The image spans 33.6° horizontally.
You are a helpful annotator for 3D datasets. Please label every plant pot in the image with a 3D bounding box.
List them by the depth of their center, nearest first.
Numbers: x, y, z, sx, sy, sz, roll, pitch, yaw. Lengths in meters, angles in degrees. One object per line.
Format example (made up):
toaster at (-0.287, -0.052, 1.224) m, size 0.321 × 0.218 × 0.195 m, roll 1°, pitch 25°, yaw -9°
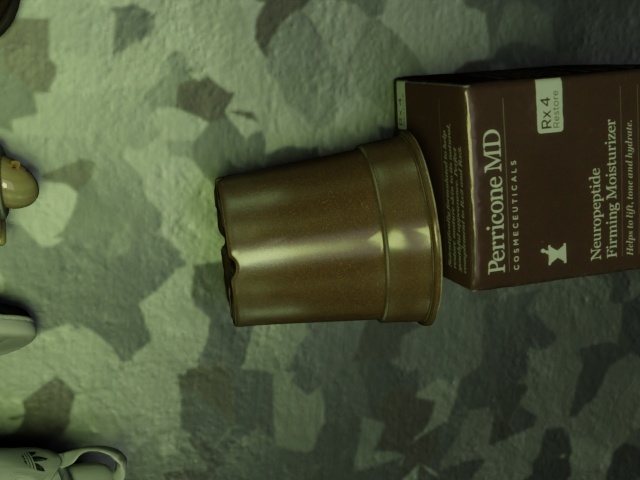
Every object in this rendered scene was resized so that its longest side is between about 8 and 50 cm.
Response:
plant pot at (0.000, 0.000, 0.885) m, size 0.165 × 0.167 × 0.167 m, roll -8°, pitch 102°, yaw -7°

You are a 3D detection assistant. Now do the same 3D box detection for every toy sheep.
toy sheep at (-0.286, -0.039, 0.822) m, size 0.132 × 0.091 × 0.091 m, roll -2°, pitch 101°, yaw -11°

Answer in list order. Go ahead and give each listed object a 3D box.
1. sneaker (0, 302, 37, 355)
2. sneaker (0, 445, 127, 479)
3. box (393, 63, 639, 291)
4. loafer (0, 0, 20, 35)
sneaker at (-0.331, 0.032, 0.826) m, size 0.217 × 0.079 × 0.121 m, roll 2°, pitch 63°, yaw -40°
sneaker at (-0.266, 0.320, 0.862) m, size 0.210 × 0.137 × 0.366 m, roll -1°, pitch 112°, yaw -27°
box at (0.186, -0.063, 0.916) m, size 0.203 × 0.167 × 0.168 m, roll -7°, pitch 102°, yaw -15°
loafer at (-0.255, -0.322, 0.754) m, size 0.134 × 0.130 × 0.366 m, roll -4°, pitch 100°, yaw -16°
